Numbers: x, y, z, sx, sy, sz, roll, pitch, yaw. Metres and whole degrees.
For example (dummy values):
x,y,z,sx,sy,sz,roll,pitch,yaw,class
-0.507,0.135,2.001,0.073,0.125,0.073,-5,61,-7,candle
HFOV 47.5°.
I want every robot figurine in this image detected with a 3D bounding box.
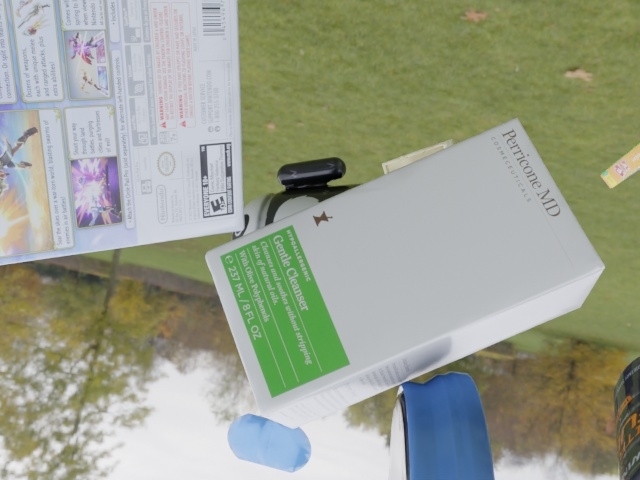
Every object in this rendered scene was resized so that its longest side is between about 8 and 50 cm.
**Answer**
x,y,z,sx,sy,sz,roll,pitch,yaw,class
-0.001,0.002,1.118,0.278,0.209,0.173,-3,140,19,robot figurine

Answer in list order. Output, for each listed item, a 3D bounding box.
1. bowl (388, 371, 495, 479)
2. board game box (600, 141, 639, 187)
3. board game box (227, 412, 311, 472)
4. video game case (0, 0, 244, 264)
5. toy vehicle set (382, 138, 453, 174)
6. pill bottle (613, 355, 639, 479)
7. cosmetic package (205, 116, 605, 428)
x,y,z,sx,sy,sz,roll,pitch,yaw,class
0.115,0.334,0.763,0.077,0.390,0.391,2,173,3,bowl
0.505,-0.162,1.012,0.039,0.124,0.259,54,162,14,board game box
-0.097,0.388,1.429,0.169,0.133,0.033,14,-148,3,board game box
-0.189,-0.126,0.598,0.244,0.269,0.061,-9,-160,-27,video game case
0.250,-0.071,1.609,0.166,0.266,0.035,-15,-176,36,toy vehicle set
0.332,0.204,0.641,0.131,0.130,0.245,10,-157,16,pill bottle
0.088,0.043,0.799,0.366,0.196,0.155,-25,158,2,cosmetic package
